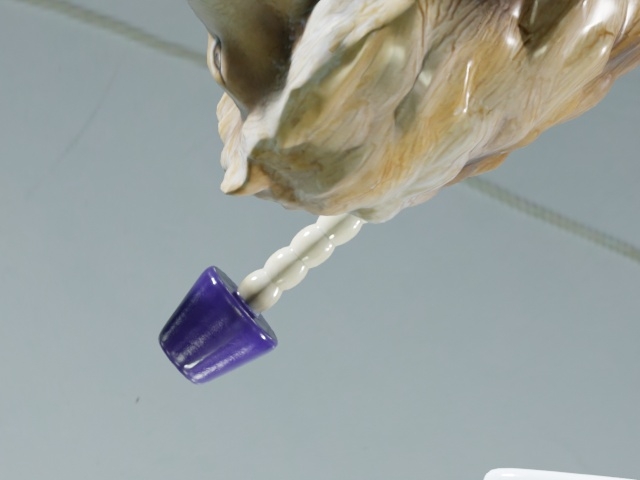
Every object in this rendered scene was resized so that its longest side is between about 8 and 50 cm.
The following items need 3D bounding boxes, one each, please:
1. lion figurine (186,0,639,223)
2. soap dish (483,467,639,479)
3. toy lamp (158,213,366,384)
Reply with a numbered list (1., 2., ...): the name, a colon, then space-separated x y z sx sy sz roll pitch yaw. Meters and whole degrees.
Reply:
1. lion figurine: 0.110 -0.170 0.554 0.142 0.240 0.392 42 50 -1
2. soap dish: 0.199 0.208 0.727 0.229 0.291 0.118 3 67 26
3. toy lamp: 0.000 0.000 1.093 0.274 0.080 0.080 -41 88 4
